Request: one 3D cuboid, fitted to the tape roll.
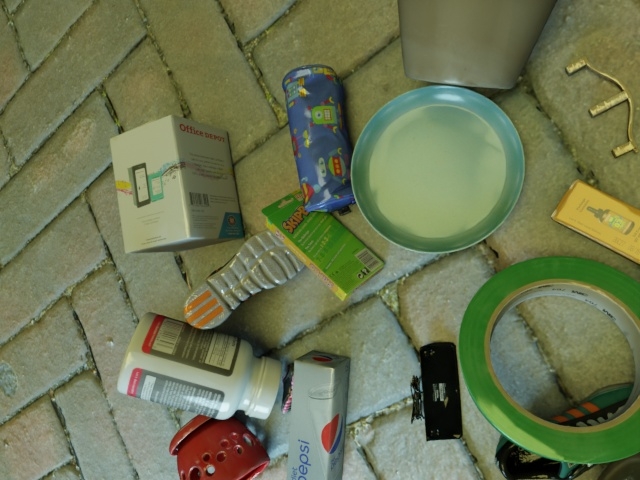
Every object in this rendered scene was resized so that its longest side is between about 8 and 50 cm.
[{"bbox_3d":[0.391,0.186,0.789,0.321,0.077,0.321,-7,66,15],"label":"tape roll"}]

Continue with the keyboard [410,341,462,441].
[{"bbox_3d":[0.225,0.298,0.971,0.100,0.038,0.192,-4,88,3],"label":"keyboard"}]

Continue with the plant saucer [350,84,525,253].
[{"bbox_3d":[0.217,-0.133,0.930,0.318,0.044,0.317,-1,88,16],"label":"plant saucer"}]

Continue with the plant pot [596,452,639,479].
[{"bbox_3d":[0.524,0.422,0.679,0.229,0.263,0.263,41,108,13],"label":"plant pot"}]

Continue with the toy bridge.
[{"bbox_3d":[0.491,-0.231,0.827,0.063,0.026,0.188,-28,79,22],"label":"toy bridge"}]

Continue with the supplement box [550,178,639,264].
[{"bbox_3d":[0.506,-0.011,0.797,0.233,0.080,0.078,34,104,20],"label":"supplement box"}]

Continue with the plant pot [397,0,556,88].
[{"bbox_3d":[0.255,-0.406,0.807,0.323,0.323,0.280,16,114,25],"label":"plant pot"}]

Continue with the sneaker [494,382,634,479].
[{"bbox_3d":[0.437,0.335,0.811,0.302,0.121,0.108,-33,77,23],"label":"sneaker"}]

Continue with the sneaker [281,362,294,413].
[{"bbox_3d":[-0.068,0.333,1.106,0.057,0.047,0.119,24,100,43],"label":"sneaker"}]

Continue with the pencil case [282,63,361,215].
[{"bbox_3d":[0.007,-0.205,1.011,0.133,0.119,0.306,-10,85,-7],"label":"pencil case"}]

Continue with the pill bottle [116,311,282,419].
[{"bbox_3d":[-0.252,0.282,1.056,0.319,0.176,0.176,19,101,-9],"label":"pill bottle"}]

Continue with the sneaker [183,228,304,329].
[{"bbox_3d":[-0.171,0.069,1.104,0.321,0.180,0.124,-32,97,-10],"label":"sneaker"}]

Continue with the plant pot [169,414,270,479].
[{"bbox_3d":[-0.238,0.488,1.105,0.174,0.191,0.191,48,110,21],"label":"plant pot"}]

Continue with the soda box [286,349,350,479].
[{"bbox_3d":[-0.004,0.391,1.043,0.098,0.091,0.286,6,94,25],"label":"soda box"}]

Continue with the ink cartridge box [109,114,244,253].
[{"bbox_3d":[-0.330,-0.120,1.134,0.197,0.198,0.270,-12,85,26],"label":"ink cartridge box"}]

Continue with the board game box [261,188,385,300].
[{"bbox_3d":[0.000,0.000,1.020,0.259,0.124,0.039,45,144,17],"label":"board game box"}]
